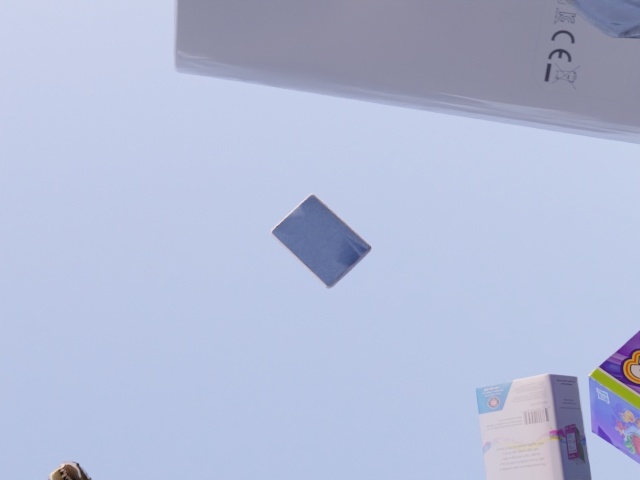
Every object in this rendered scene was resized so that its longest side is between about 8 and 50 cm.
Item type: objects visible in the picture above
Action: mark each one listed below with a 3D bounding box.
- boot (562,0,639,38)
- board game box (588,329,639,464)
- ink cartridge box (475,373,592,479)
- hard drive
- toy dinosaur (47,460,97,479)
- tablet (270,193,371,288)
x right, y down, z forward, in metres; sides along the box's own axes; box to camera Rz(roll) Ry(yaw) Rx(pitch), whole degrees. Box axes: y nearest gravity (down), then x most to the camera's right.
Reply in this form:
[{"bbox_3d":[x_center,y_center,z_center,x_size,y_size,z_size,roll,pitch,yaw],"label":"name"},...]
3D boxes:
[{"bbox_3d":[0.220,-0.111,0.535,0.190,0.208,0.076,31,-112,-22],"label":"boot"},{"bbox_3d":[0.409,0.142,0.927,0.233,0.078,0.347,-38,-132,-21],"label":"board game box"},{"bbox_3d":[0.203,0.194,1.193,0.052,0.089,0.122,12,-112,-45],"label":"ink cartridge box"},{"bbox_3d":[0.078,-0.171,0.697,0.319,0.210,0.040,10,-148,8],"label":"hard drive"},{"bbox_3d":[-0.199,0.297,0.904,0.118,0.064,0.268,5,-97,-42],"label":"toy dinosaur"},{"bbox_3d":[0.000,0.000,1.106,0.054,0.006,0.083,-43,-119,-7],"label":"tablet"}]
